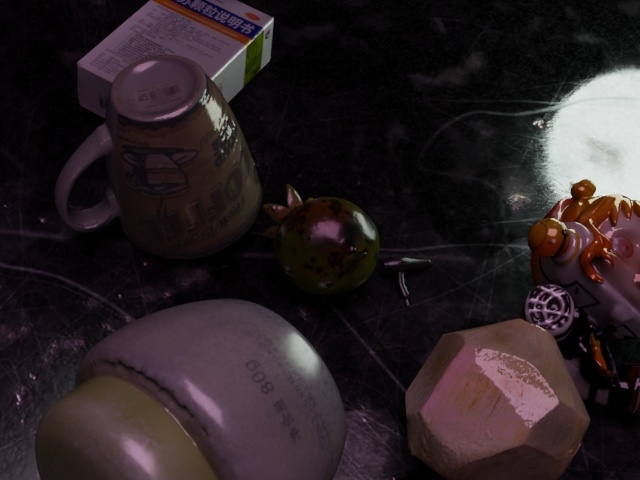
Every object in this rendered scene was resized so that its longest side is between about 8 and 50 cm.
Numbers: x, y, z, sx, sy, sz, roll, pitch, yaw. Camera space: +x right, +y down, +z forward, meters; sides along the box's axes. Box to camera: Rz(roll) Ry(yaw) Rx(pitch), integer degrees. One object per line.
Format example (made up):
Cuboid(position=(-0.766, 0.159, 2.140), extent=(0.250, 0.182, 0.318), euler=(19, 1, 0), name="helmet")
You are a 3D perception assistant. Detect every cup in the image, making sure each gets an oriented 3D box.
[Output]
Cuboid(position=(-0.252, -0.124, 1.516), extent=(0.301, 0.257, 0.227), euler=(-21, 50, -9), name="cup")

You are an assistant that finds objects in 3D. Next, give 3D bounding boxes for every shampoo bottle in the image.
Cuboid(position=(-0.141, 0.233, 1.216), extent=(0.322, 0.322, 0.317), euler=(39, 51, 22), name="shampoo bottle")

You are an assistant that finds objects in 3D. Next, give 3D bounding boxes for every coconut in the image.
Cuboid(position=(0.231, 0.211, 1.335), extent=(0.237, 0.197, 0.236), euler=(-5, 78, 22), name="coconut")

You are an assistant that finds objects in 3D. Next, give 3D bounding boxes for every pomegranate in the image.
Cuboid(position=(-0.003, -0.013, 1.540), extent=(0.156, 0.156, 0.220), euler=(-18, 52, -20), name="pomegranate")

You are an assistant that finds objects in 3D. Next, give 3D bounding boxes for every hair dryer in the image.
Cuboid(position=(0.135, 0.062, 1.579), extent=(0.079, 0.031, 0.083), euler=(-1, 65, -19), name="hair dryer")

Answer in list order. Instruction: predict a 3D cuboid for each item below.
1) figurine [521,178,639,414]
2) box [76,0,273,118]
Cuboid(position=(0.397, 0.064, 1.498), extent=(0.320, 0.196, 0.323), euler=(41, 57, -22), name="figurine")
Cuboid(position=(-0.242, -0.304, 1.765), extent=(0.200, 0.106, 0.299), euler=(28, 53, 14), name="box")
